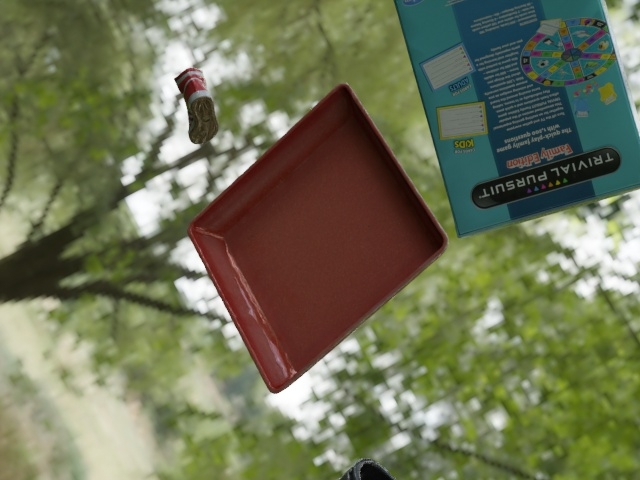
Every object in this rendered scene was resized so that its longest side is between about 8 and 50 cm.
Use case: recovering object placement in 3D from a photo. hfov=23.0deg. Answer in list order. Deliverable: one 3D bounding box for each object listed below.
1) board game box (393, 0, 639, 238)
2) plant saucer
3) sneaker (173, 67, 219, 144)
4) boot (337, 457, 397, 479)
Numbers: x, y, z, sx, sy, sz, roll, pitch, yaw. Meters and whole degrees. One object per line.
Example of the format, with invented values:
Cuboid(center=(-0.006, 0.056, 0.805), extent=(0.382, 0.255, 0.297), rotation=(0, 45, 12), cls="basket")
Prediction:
Cuboid(center=(0.256, -0.197, 1.988), extent=(0.079, 0.254, 0.336), rotation=(-1, 76, -74), cls="board game box")
Cuboid(center=(0.000, 0.000, 1.720), extent=(0.048, 0.259, 0.258), rotation=(26, 27, -51), cls="plant saucer")
Cuboid(center=(-0.163, -0.179, 2.059), extent=(0.118, 0.042, 0.067), rotation=(97, -28, -61), cls="sneaker")
Cuboid(center=(0.042, 0.404, 1.581), extent=(0.338, 0.222, 0.118), rotation=(62, 27, -6), cls="boot")
